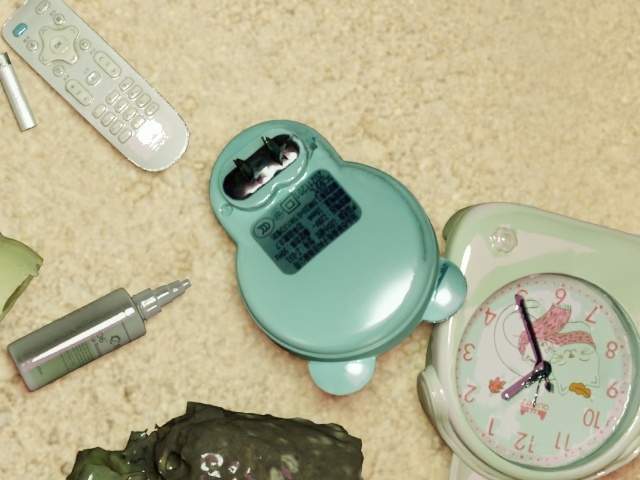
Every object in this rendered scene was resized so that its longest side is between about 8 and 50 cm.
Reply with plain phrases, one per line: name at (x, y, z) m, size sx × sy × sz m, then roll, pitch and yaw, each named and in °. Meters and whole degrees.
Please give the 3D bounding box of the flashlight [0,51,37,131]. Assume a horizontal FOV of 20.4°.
flashlight at (-0.318, -0.154, 1.847) m, size 0.018 × 0.018 × 0.083 m, roll -23°, pitch 93°, yaw -11°

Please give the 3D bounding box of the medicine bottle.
medicine bottle at (-0.223, 0.088, 1.839) m, size 0.199 × 0.057 × 0.057 m, roll -27°, pitch 93°, yaw -11°

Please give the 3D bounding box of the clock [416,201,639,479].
clock at (0.230, 0.132, 1.897) m, size 0.265 × 0.108 × 0.324 m, roll 16°, pitch 86°, yaw -11°

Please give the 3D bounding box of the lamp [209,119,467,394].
lamp at (0.001, 0.002, 1.836) m, size 0.209 × 0.147 × 0.284 m, roll -39°, pitch 91°, yaw -3°

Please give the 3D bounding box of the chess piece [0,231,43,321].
chess piece at (-0.506, -0.027, 1.719) m, size 0.442 × 0.234 × 0.234 m, roll 39°, pitch 82°, yaw -2°

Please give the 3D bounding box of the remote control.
remote control at (-0.230, -0.162, 1.854) m, size 0.229 × 0.044 × 0.073 m, roll 43°, pitch 87°, yaw 2°

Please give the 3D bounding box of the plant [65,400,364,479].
plant at (-0.123, 0.266, 1.774) m, size 0.312 × 0.215 × 0.213 m, roll 11°, pitch 89°, yaw -7°
